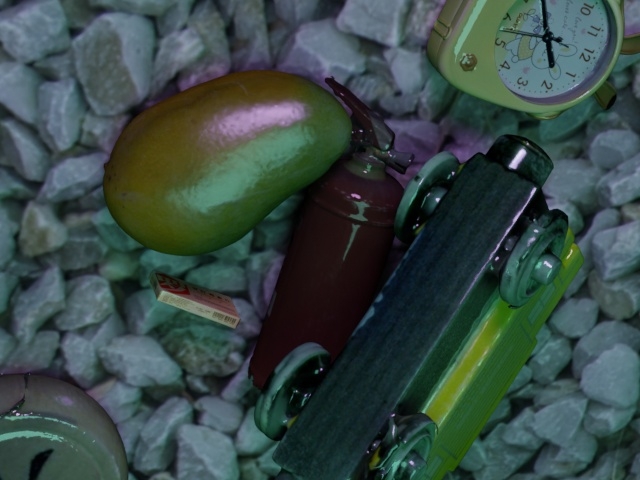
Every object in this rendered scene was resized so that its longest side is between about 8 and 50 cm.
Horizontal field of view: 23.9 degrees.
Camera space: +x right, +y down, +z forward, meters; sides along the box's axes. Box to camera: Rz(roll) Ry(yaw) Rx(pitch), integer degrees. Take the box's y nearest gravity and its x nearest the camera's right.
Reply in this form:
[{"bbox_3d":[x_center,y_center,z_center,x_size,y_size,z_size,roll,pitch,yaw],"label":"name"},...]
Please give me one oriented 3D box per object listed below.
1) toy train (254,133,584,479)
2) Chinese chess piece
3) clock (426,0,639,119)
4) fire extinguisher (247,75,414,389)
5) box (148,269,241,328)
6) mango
[{"bbox_3d":[0.109,0.108,1.527,0.442,0.179,0.272,-56,157,-5],"label":"toy train"},{"bbox_3d":[-0.321,0.251,1.603,0.237,0.092,0.238,-5,115,-11],"label":"Chinese chess piece"},{"bbox_3d":[0.237,-0.208,1.553,0.232,0.069,0.170,21,107,-24],"label":"clock"},{"bbox_3d":[0.000,0.000,1.575,0.147,0.106,0.337,19,109,3],"label":"fire extinguisher"},{"bbox_3d":[-0.132,0.061,1.584,0.093,0.058,0.015,22,103,-23],"label":"box"},{"bbox_3d":[-0.094,-0.083,1.482,0.251,0.114,0.156,-29,85,10],"label":"mango"}]
